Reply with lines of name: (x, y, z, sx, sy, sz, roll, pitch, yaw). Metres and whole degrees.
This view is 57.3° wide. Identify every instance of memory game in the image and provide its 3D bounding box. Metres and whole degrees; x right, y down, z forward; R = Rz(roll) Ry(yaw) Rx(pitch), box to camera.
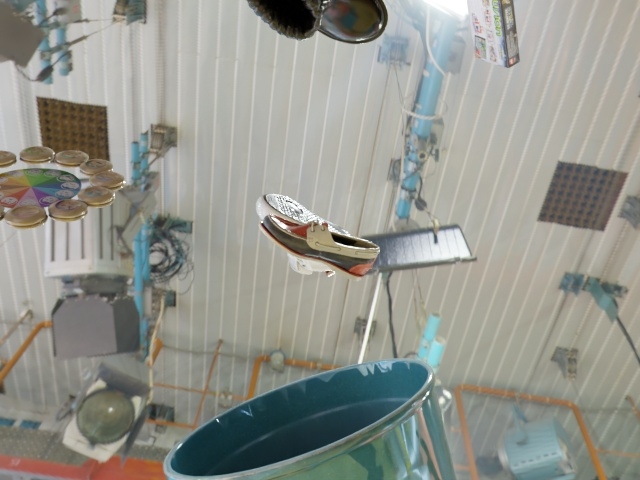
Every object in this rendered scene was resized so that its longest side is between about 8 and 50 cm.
memory game: (-0.304, -0.061, 0.614, 0.186, 0.186, 0.012, 8, -60, 0)

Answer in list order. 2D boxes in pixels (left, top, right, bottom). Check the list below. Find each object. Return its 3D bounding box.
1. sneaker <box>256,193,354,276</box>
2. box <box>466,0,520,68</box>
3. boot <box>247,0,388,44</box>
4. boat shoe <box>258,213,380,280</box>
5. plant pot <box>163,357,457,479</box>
sneaker: (-0.037, 0.008, 1.146, 0.123, 0.106, 0.290, -48, -42, 13)
box: (0.373, -0.488, 1.279, 0.036, 0.114, 0.207, -32, -51, -12)
boot: (-0.002, -0.468, 1.165, 0.348, 0.260, 0.131, 17, -62, -19)
boat shoe: (0.000, 0.000, 0.625, 0.137, 0.049, 0.043, 25, -66, -22)
plant pot: (0.018, 0.285, 0.572, 0.272, 0.271, 0.255, -18, -90, 14)
